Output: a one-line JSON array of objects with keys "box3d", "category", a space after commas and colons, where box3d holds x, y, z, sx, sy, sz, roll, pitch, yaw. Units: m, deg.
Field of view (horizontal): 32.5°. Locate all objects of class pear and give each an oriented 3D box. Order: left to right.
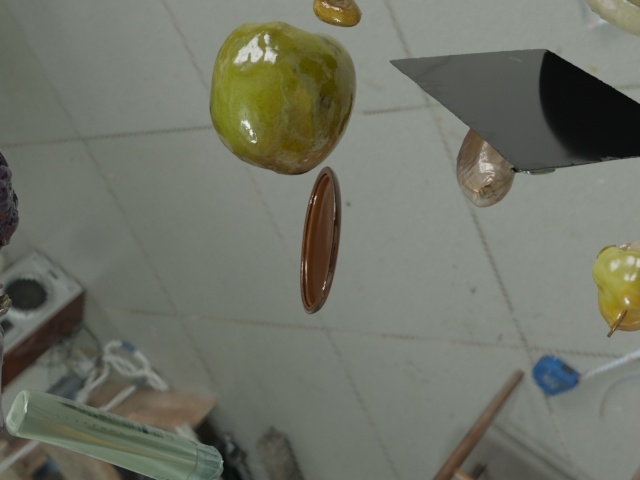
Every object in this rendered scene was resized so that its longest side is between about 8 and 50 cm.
[{"box3d": [-0.052, -0.187, 1.427, 0.200, 0.200, 0.200, 26, 140, 24], "category": "pear"}]

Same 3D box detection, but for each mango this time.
[{"box3d": [0.032, -0.426, 2.024, 0.114, 0.079, 0.057, 40, 138, 40], "category": "mango"}]

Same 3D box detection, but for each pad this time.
[{"box3d": [0.173, -0.111, 0.887, 0.265, 0.160, 0.009, -124, 30, -58], "category": "pad"}]

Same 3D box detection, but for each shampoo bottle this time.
[{"box3d": [-0.199, 0.198, 1.077, 0.212, 0.049, 0.072, 23, 171, -24], "category": "shampoo bottle"}]

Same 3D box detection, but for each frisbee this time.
[{"box3d": [0.000, 0.000, 1.830, 0.021, 0.250, 0.250, 6, 143, -11], "category": "frisbee"}]

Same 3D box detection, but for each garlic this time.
[{"box3d": [0.258, -0.117, 1.646, 0.091, 0.198, 0.128, 26, 149, -5], "category": "garlic"}]

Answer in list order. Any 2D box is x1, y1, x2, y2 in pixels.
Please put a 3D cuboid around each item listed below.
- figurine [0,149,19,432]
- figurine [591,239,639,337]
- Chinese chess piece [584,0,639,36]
[{"box3d": [-0.296, 0.018, 0.856, 0.193, 0.133, 0.274, 84, 169, -50], "category": "figurine"}, {"box3d": [0.482, 0.035, 1.580, 0.156, 0.131, 0.246, 31, 108, 16], "category": "figurine"}, {"box3d": [0.372, -0.331, 1.139, 0.250, 0.249, 0.103, 40, -178, 8], "category": "Chinese chess piece"}]
